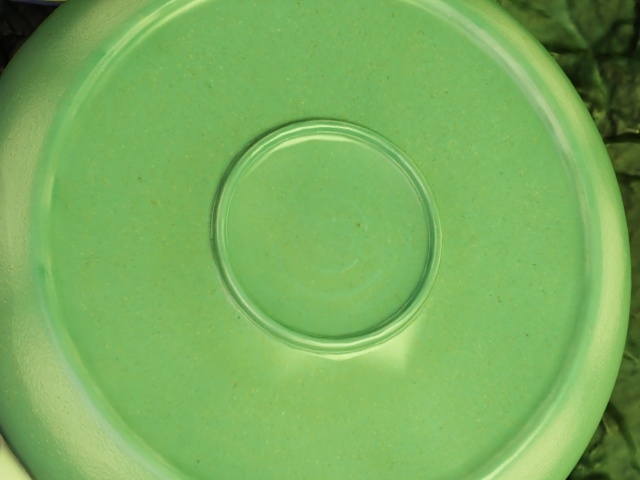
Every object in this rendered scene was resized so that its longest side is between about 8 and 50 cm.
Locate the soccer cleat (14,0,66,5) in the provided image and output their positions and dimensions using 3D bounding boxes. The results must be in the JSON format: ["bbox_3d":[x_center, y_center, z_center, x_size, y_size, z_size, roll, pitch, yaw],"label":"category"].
[{"bbox_3d":[-0.091,-0.175,0.628,0.289,0.093,0.121,-9,127,7],"label":"soccer cleat"}]

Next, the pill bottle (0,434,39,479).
[{"bbox_3d":[-0.084,0.140,0.589,0.160,0.087,0.087,23,104,-22],"label":"pill bottle"}]

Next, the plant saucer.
[{"bbox_3d":[0.000,0.000,0.566,0.317,0.044,0.318,3,77,-13],"label":"plant saucer"}]
